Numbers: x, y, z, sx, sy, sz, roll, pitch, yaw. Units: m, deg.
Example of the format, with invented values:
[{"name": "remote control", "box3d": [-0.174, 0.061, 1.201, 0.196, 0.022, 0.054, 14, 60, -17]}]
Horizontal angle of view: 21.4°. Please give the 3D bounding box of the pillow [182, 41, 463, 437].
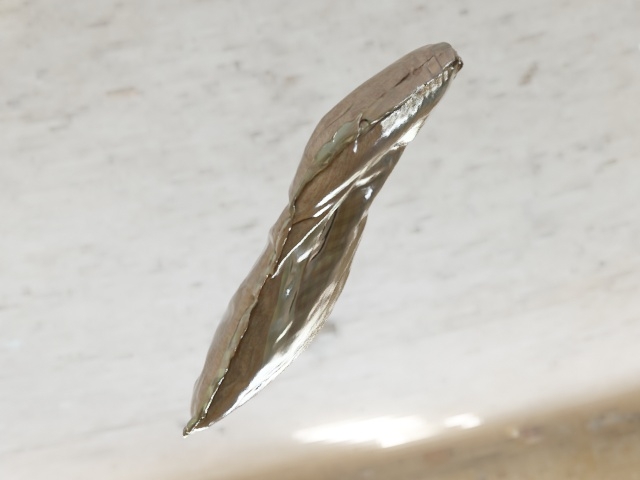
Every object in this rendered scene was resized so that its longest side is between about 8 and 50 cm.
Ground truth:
[{"name": "pillow", "box3d": [-0.001, 0.001, 0.788, 0.135, 0.034, 0.211, -37, 160, -48]}]
